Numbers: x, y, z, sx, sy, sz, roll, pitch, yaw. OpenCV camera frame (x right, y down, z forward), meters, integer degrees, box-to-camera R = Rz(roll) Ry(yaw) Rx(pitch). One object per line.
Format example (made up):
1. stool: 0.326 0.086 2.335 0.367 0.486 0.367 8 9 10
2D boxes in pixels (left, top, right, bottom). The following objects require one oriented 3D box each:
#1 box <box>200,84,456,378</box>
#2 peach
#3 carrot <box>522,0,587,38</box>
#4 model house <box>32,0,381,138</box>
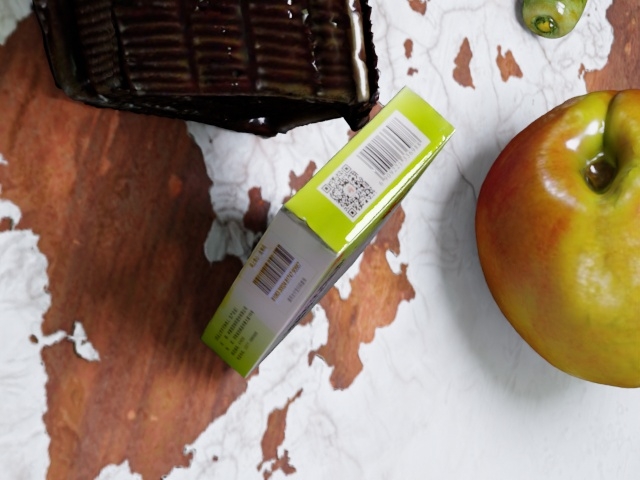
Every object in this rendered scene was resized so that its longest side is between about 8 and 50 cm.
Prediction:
1. box: 0.001 0.000 1.040 0.062 0.260 0.175 42 57 3
2. peach: 0.320 0.006 1.303 0.308 0.307 0.332 -60 138 -26
3. carrot: 0.322 -0.400 1.470 0.074 0.074 0.359 37 62 -33
4. model house: -0.061 -0.236 0.983 0.297 0.282 0.317 -13 96 -40
